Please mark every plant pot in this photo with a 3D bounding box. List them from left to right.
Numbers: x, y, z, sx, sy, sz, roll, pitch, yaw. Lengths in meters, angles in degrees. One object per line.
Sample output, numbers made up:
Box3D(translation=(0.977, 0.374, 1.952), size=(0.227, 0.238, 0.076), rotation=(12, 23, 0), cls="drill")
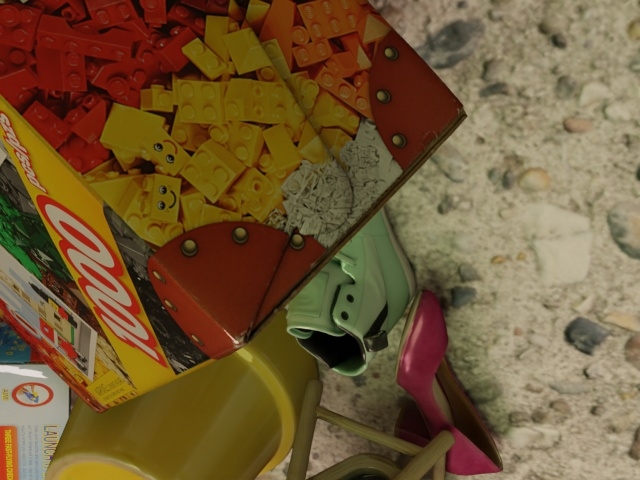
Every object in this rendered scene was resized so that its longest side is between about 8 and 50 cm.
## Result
Box3D(translation=(-0.155, 0.194, 0.998), size=(0.254, 0.239, 0.254), rotation=(10, 127, 14), cls="plant pot")

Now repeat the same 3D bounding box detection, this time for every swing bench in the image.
Box3D(translation=(0.014, 0.331, 0.977), size=(0.165, 0.254, 0.253), rotation=(18, 143, 22), cls="swing bench")

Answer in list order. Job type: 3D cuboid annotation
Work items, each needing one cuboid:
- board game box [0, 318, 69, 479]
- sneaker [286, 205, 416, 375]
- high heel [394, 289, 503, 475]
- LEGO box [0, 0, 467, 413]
Box3D(translation=(-0.432, 0.198, 1.053), size=(0.302, 0.086, 0.308), rotation=(3, 133, -14), cls="board game box")
Box3D(translation=(0.001, 0.000, 0.850), size=(0.094, 0.151, 0.255), rotation=(-16, 116, 32), cls="sneaker")
Box3D(translation=(0.135, 0.149, 0.950), size=(0.117, 0.082, 0.244), rotation=(11, 128, 14), cls="high heel")
Box3D(translation=(-0.187, -0.085, 0.677), size=(0.372, 0.193, 0.500), rotation=(46, 156, -4), cls="LEGO box")
